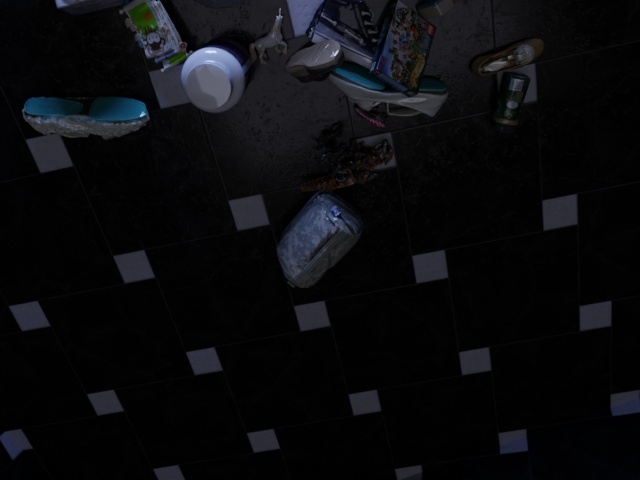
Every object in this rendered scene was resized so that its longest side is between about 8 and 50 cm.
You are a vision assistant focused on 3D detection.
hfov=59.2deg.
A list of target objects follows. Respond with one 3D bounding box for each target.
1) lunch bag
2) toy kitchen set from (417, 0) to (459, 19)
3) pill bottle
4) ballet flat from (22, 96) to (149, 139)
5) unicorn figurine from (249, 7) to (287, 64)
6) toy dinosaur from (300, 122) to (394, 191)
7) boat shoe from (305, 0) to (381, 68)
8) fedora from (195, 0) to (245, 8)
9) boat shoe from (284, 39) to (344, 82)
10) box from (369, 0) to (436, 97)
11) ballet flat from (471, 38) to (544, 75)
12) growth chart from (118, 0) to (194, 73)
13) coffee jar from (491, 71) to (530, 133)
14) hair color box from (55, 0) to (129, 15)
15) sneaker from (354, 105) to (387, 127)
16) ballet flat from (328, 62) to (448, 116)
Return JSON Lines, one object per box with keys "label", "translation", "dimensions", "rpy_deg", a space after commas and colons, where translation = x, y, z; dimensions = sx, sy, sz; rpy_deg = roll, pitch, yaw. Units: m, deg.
{"label": "lunch bag", "translation": [0.000, 0.000, 1.935], "dimensions": [0.213, 0.256, 0.305], "rpy_deg": [37, 111, -17]}
{"label": "toy kitchen set", "translation": [0.368, -0.780, 1.644], "dimensions": [0.207, 0.122, 0.166], "rpy_deg": [-37, 112, -5]}
{"label": "pill bottle", "translation": [-0.303, -0.484, 1.656], "dimensions": [0.182, 0.323, 0.181], "rpy_deg": [0, 116, 0]}
{"label": "ballet flat", "translation": [-0.745, -0.393, 1.830], "dimensions": [0.409, 0.147, 0.147], "rpy_deg": [4, 116, 1]}
{"label": "unicorn figurine", "translation": [-0.149, -0.613, 1.727], "dimensions": [0.162, 0.060, 0.111], "rpy_deg": [-42, 144, -15]}
{"label": "toy dinosaur", "translation": [0.082, -0.249, 1.879], "dimensions": [0.322, 0.164, 0.218], "rpy_deg": [-41, 128, -4]}
{"label": "boat shoe", "translation": [0.137, -0.622, 1.694], "dimensions": [0.341, 0.127, 0.158], "rpy_deg": [20, 122, -9]}
{"label": "fedora", "translation": [-0.297, -0.751, 1.608], "dimensions": [0.276, 0.243, 0.124], "rpy_deg": [-8, 146, -6]}
{"label": "boat shoe", "translation": [-0.006, -0.525, 1.686], "dimensions": [0.092, 0.285, 0.102], "rpy_deg": [38, 76, -31]}
{"label": "box", "translation": [0.247, -0.568, 1.677], "dimensions": [0.159, 0.044, 0.233], "rpy_deg": [22, 78, -27]}
{"label": "ballet flat", "translation": [0.591, -0.562, 1.755], "dimensions": [0.232, 0.073, 0.080], "rpy_deg": [-19, 115, 9]}
{"label": "growth chart", "translation": [-0.502, -0.629, 1.712], "dimensions": [0.172, 0.021, 0.237], "rpy_deg": [-23, 106, 34]}
{"label": "coffee jar", "translation": [0.606, -0.440, 1.804], "dimensions": [0.079, 0.096, 0.184], "rpy_deg": [8, 117, -1]}
{"label": "hair color box", "translation": [-0.670, -0.826, 1.557], "dimensions": [0.174, 0.105, 0.347], "rpy_deg": [-11, 100, 6]}
{"label": "sneaker", "translation": [0.168, -0.417, 1.851], "dimensions": [0.119, 0.047, 0.057], "rpy_deg": [26, 93, -13]}
{"label": "ballet flat", "translation": [0.202, -0.462, 1.786], "dimensions": [0.400, 0.139, 0.139], "rpy_deg": [8, 116, -6]}
